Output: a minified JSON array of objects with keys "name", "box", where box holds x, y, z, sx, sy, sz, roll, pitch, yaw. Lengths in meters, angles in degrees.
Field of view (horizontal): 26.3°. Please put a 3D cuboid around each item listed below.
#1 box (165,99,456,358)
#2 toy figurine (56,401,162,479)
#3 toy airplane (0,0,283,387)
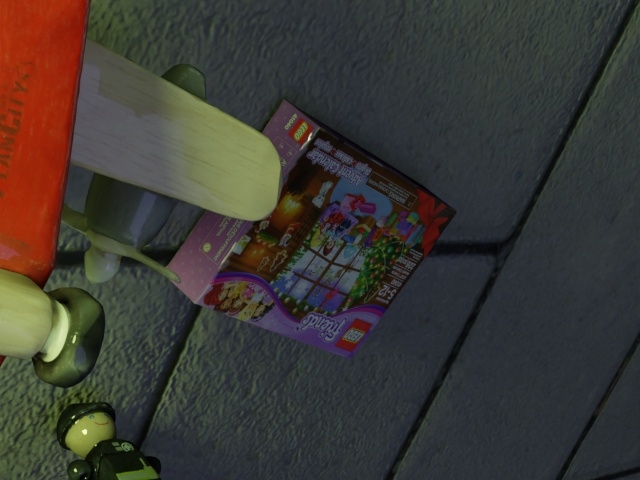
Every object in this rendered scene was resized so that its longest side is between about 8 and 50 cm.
[{"name":"box","box":[0.000,0.000,1.366,0.201,0.057,0.293,-54,146,7]},{"name":"toy figurine","box":[-0.232,0.278,1.300,0.210,0.148,0.213,-36,146,-9]},{"name":"toy airplane","box":[-0.233,-0.097,0.874,0.384,0.272,0.386,-38,109,-35]}]
